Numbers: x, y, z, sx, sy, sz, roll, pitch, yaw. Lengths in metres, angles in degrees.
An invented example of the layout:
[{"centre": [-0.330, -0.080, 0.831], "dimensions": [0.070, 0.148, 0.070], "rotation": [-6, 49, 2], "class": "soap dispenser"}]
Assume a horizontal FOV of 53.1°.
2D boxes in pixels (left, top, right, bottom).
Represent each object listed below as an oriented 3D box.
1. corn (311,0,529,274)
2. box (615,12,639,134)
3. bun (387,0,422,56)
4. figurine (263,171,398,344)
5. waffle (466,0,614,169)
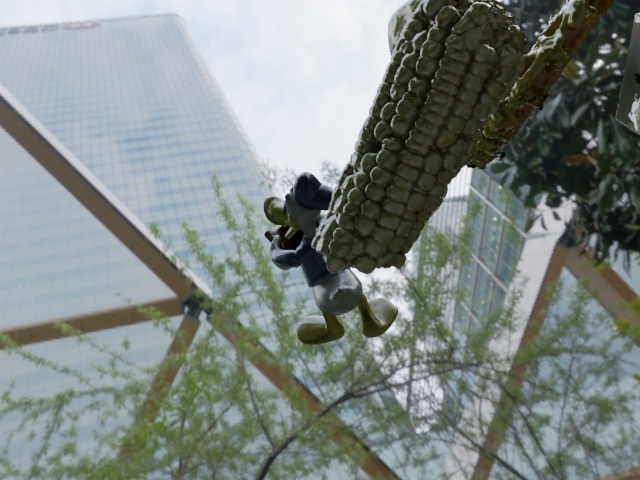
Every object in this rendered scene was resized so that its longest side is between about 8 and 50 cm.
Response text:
[{"centre": [0.070, -0.069, 0.453], "dimensions": [0.087, 0.087, 0.210], "rotation": [19, -77, -28], "class": "corn"}, {"centre": [0.410, -0.197, 0.712], "dimensions": [0.130, 0.051, 0.129], "rotation": [-17, -49, -9], "class": "box"}, {"centre": [0.204, -0.294, 0.987], "dimensions": [0.193, 0.178, 0.127], "rotation": [1, -86, -46], "class": "bun"}, {"centre": [0.000, 0.000, 1.209], "dimensions": [0.205, 0.283, 0.338], "rotation": [-22, -48, -13], "class": "figurine"}, {"centre": [0.295, -0.225, 0.893], "dimensions": [0.068, 0.325, 0.302], "rotation": [35, -102, 8], "class": "waffle"}]
